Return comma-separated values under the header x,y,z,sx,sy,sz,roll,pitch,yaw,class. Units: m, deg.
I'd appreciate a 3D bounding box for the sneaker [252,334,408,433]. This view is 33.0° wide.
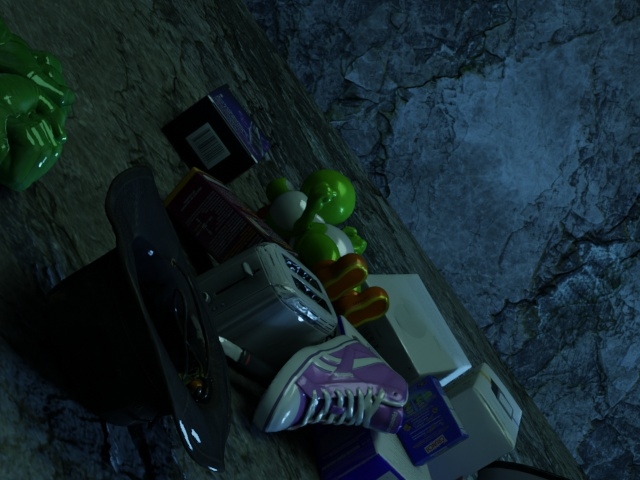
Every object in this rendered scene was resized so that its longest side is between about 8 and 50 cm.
x,y,z,sx,sy,sz,roll,pitch,yaw,class
0.033,0.222,1.511,0.161,0.102,0.282,34,28,20,sneaker

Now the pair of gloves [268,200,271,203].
x,y,z,sx,sy,sz,roll,pitch,yaw,class
-0.020,0.004,2.291,0.204,0.042,0.240,63,15,15,pair of gloves

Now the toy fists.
x,y,z,sx,sy,sz,roll,pitch,yaw,class
-0.354,-0.159,1.247,0.142,0.096,0.279,51,11,-28,toy fists

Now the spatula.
x,y,z,sx,sy,sz,roll,pitch,yaw,class
-0.126,0.142,1.417,0.296,0.030,0.084,43,62,-47,spatula

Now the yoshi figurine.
x,y,z,sx,sy,sz,roll,pitch,yaw,class
0.020,-0.019,1.974,0.203,0.203,0.362,5,33,-30,yoshi figurine

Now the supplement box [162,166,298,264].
x,y,z,sx,sy,sz,roll,pitch,yaw,class
-0.139,-0.016,1.652,0.188,0.081,0.104,43,7,23,supplement box

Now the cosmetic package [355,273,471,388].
x,y,z,sx,sy,sz,roll,pitch,yaw,class
0.143,0.191,2.096,0.225,0.138,0.224,2,54,-55,cosmetic package

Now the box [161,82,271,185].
x,y,z,sx,sy,sz,roll,pitch,yaw,class
-0.185,-0.189,1.975,0.153,0.108,0.207,54,12,-10,box

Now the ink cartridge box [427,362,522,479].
x,y,z,sx,sy,sz,roll,pitch,yaw,class
0.230,0.344,1.930,0.131,0.226,0.306,56,10,5,ink cartridge box

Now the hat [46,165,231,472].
x,y,z,sx,sy,sz,roll,pitch,yaw,class
-0.197,0.093,1.113,0.331,0.134,0.331,-15,90,-85,hat

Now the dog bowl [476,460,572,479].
x,y,z,sx,sy,sz,roll,pitch,yaw,class
0.424,0.537,1.814,0.408,0.150,0.408,27,-20,11,dog bowl

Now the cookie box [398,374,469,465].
x,y,z,sx,sy,sz,roll,pitch,yaw,class
0.161,0.275,1.649,0.040,0.092,0.107,27,32,-61,cookie box

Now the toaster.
x,y,z,sx,sy,sz,roll,pitch,yaw,class
-0.076,0.102,1.539,0.227,0.146,0.129,42,19,-51,toaster

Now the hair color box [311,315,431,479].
x,y,z,sx,sy,sz,roll,pitch,yaw,class
0.070,0.295,1.714,0.185,0.110,0.338,48,16,-30,hair color box
